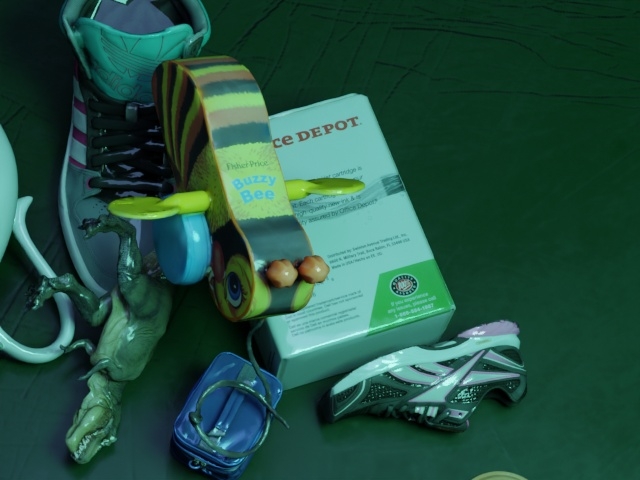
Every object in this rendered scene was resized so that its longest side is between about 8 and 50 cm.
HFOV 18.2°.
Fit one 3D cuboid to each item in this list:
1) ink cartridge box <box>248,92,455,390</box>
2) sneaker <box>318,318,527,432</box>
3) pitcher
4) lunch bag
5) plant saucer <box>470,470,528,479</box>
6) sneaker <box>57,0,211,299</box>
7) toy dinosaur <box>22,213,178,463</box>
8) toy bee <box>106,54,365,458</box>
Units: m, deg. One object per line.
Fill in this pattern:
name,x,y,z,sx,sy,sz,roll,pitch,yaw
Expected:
ink cartridge box,0.000,0.000,1.650,0.153,0.087,0.208,-15,69,-13
sneaker,0.090,0.123,1.618,0.178,0.072,0.077,-17,79,-9
pitcher,-0.283,-0.003,1.608,0.178,0.125,0.207,6,74,-28
lunch bag,-0.077,0.143,1.586,0.067,0.065,0.098,26,64,5
plant saucer,0.147,0.225,1.606,0.083,0.013,0.083,3,65,-6
sneaker,-0.153,-0.107,1.629,0.124,0.178,0.295,0,66,-8
toy dinosaur,-0.156,0.039,1.578,0.118,0.064,0.268,32,89,-26
toy bee,-0.043,-0.005,1.494,0.195,0.162,0.298,-32,96,-28
